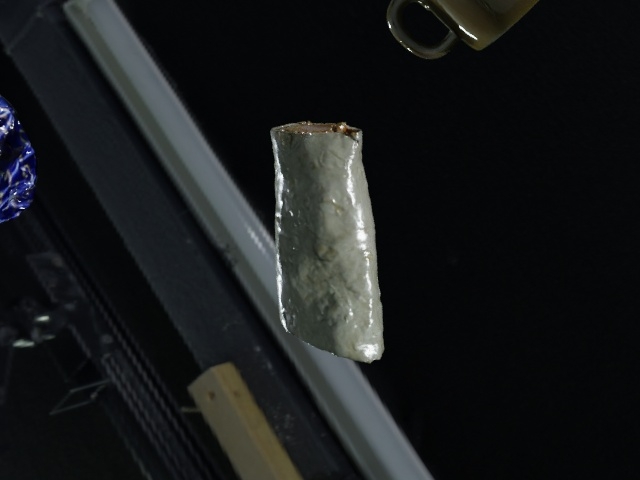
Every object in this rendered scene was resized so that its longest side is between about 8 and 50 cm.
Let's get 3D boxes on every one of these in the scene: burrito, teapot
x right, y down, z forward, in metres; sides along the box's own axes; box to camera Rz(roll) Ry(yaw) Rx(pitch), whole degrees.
[{"bbox_3d":[0.003,0.000,1.187,0.143,0.105,0.299,1,-80,42],"label":"burrito"},{"bbox_3d":[0.187,-0.346,1.160,0.175,0.185,0.268,44,-78,-5],"label":"teapot"}]

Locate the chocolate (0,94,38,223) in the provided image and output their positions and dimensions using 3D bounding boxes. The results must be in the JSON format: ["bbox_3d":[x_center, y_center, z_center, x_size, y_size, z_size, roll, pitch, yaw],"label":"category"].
[{"bbox_3d":[-0.314,-0.027,0.621,0.148,0.343,0.126,-37,-85,16],"label":"chocolate"}]
